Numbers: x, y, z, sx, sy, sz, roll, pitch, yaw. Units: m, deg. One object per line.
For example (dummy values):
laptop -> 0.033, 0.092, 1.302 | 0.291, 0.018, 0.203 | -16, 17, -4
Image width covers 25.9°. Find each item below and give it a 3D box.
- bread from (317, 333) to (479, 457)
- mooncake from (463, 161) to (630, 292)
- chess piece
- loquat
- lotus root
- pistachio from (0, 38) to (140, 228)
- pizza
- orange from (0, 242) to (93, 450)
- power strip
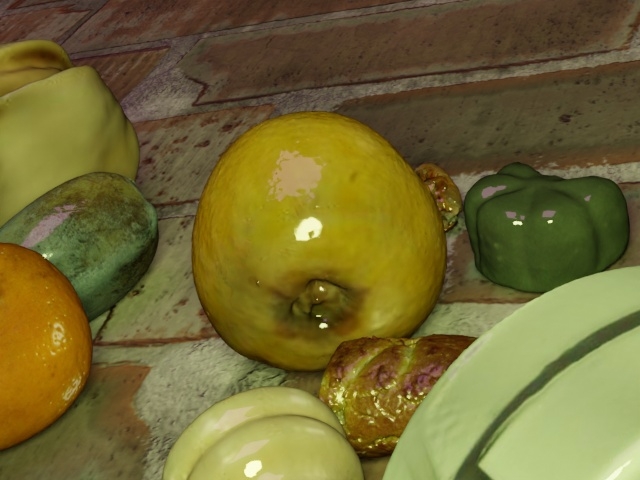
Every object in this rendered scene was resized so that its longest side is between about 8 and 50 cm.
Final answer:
bread -> 0.092, 0.142, 1.269 | 0.172, 0.103, 0.132 | -2, 34, 24
mooncake -> 0.241, -0.022, 1.491 | 0.175, 0.104, 0.168 | -5, 24, 16
chess piece -> -0.003, 0.258, 1.085 | 0.167, 0.167, 0.300 | -24, 34, -11
loquat -> 0.000, 0.000, 1.427 | 0.274, 0.275, 0.275 | -14, 27, 7
lotus root -> -0.332, 0.047, 1.654 | 0.322, 0.158, 0.140 | -38, 44, -21
pistachio -> -0.414, -0.093, 1.787 | 0.281, 0.365, 0.445 | 39, 31, 13
pizza -> 0.062, -0.043, 1.673 | 0.226, 0.069, 0.147 | -10, 30, 16
orange -> -0.364, 0.116, 1.487 | 0.240, 0.240, 0.171 | -38, -8, -34
power strip -> 0.198, 0.189, 0.844 | 0.357, 0.357, 0.161 | -26, 30, -15
